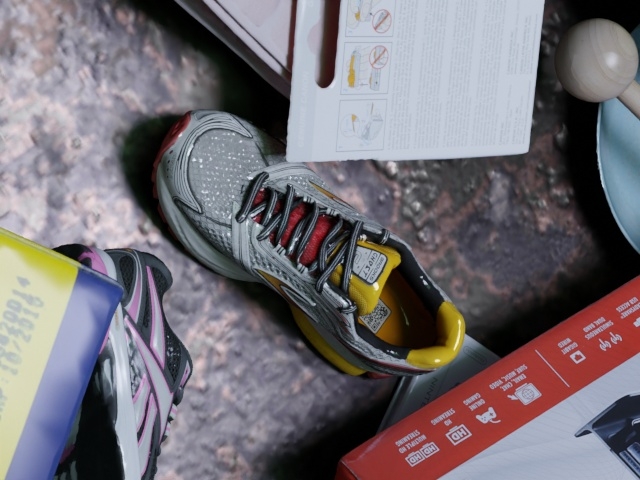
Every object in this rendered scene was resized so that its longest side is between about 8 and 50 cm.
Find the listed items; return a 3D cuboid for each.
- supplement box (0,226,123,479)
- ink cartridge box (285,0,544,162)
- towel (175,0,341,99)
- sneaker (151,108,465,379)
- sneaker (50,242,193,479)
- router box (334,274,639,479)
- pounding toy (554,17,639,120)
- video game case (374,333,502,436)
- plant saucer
[{"bbox_3d":[-0.303,0.040,0.747,0.356,0.195,0.194,27,76,-31],"label":"supplement box"},{"bbox_3d":[0.051,-0.119,1.020,0.179,0.045,0.145,-3,105,-31],"label":"ink cartridge box"},{"bbox_3d":[0.003,-0.265,0.976,0.317,0.053,0.332,42,68,-47],"label":"towel"},{"bbox_3d":[0.000,0.000,1.003,0.225,0.092,0.088,38,71,-26],"label":"sneaker"},{"bbox_3d":[-0.102,0.088,0.955,0.077,0.072,0.178,-8,100,-43],"label":"sneaker"},{"bbox_3d":[0.226,0.175,1.018,0.335,0.301,0.082,-28,150,-27],"label":"router box"},{"bbox_3d":[0.254,-0.173,1.138,0.183,0.110,0.237,32,93,-31],"label":"pounding toy"},{"bbox_3d":[0.100,0.148,1.112,0.157,0.019,0.143,34,73,-29],"label":"video game case"},{"bbox_3d":[0.252,-0.068,1.200,0.195,0.037,0.195,-1,91,-33],"label":"plant saucer"}]
